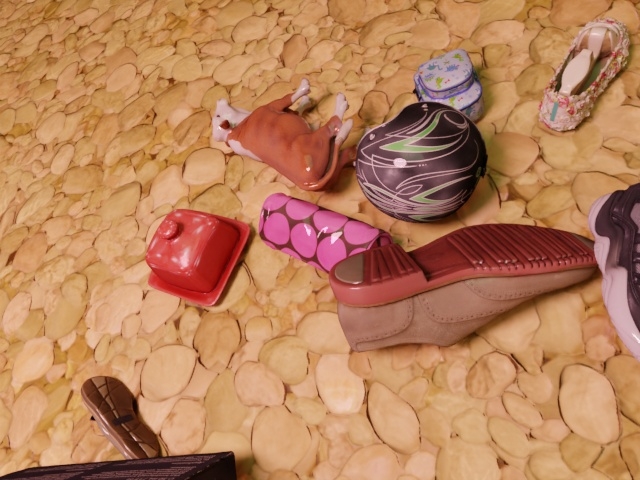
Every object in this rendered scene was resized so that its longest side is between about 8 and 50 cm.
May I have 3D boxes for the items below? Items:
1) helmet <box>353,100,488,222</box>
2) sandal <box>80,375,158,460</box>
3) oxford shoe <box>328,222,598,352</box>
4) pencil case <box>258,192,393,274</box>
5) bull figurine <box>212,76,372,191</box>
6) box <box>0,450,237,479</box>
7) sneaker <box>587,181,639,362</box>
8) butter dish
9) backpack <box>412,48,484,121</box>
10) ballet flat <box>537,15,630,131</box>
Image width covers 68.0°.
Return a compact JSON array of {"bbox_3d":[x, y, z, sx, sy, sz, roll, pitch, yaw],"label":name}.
[{"bbox_3d":[0.139,-0.105,0.685,0.161,0.169,0.169,-39,55,-23],"label":"helmet"},{"bbox_3d":[-0.309,0.274,0.711,0.180,0.072,0.049,40,103,28],"label":"sandal"},{"bbox_3d":[0.189,0.063,0.621,0.348,0.130,0.123,-9,24,1],"label":"oxford shoe"},{"bbox_3d":[0.000,0.000,0.726,0.209,0.095,0.098,24,110,31],"label":"pencil case"},{"bbox_3d":[-0.059,-0.193,0.842,0.188,0.101,0.310,-45,57,-9],"label":"bull figurine"},{"bbox_3d":[-0.302,0.357,0.489,0.343,0.312,0.179,-11,76,15],"label":"box"},{"bbox_3d":[0.381,0.017,0.488,0.101,0.153,0.269,24,48,-14],"label":"sneaker"},{"bbox_3d":[-0.224,0.006,0.785,0.159,0.118,0.160,14,68,25],"label":"butter dish"},{"bbox_3d":[0.211,-0.247,0.780,0.105,0.084,0.114,-19,61,12],"label":"backpack"},{"bbox_3d":[0.411,-0.272,0.723,0.091,0.077,0.241,22,72,30],"label":"ballet flat"}]
